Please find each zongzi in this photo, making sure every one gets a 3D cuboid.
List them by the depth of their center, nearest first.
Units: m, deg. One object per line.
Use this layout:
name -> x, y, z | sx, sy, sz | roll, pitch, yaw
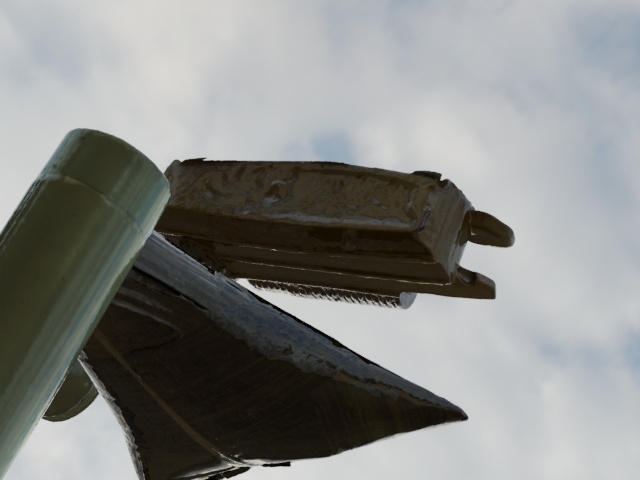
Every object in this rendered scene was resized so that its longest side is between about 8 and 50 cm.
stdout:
zongzi -> -0.052, 0.051, 0.991 | 0.241, 0.111, 0.247 | -12, -52, 18

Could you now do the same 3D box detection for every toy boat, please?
toy boat -> 0.000, 0.000, 1.233 | 0.310, 0.089, 0.115 | 3, -36, 22

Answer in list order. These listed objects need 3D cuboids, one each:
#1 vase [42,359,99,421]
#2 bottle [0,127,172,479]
vase -> -0.380, 0.094, 1.758 | 0.173, 0.173, 0.321 | -1, -28, 31
bottle -> -0.155, 0.039, 0.805 | 0.072, 0.201, 0.072 | 24, -24, 11
